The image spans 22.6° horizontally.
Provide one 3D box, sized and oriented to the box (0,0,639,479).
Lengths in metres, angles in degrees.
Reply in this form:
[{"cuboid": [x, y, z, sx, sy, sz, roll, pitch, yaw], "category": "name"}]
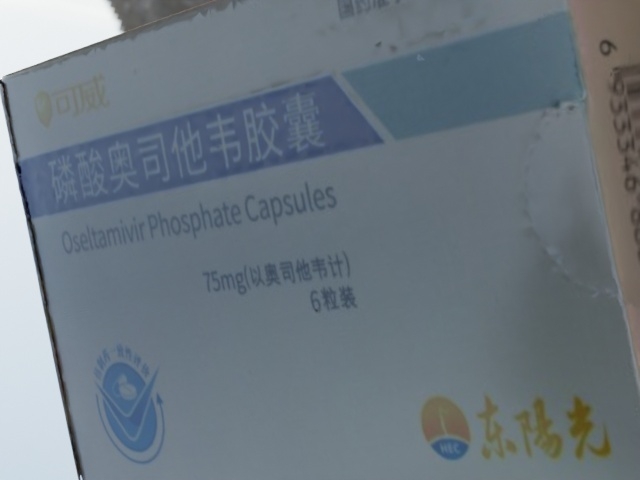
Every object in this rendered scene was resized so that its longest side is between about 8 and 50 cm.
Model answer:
[{"cuboid": [0.000, 0.000, 0.632, 0.065, 0.200, 0.343, -14, -177, -40], "category": "box"}]
